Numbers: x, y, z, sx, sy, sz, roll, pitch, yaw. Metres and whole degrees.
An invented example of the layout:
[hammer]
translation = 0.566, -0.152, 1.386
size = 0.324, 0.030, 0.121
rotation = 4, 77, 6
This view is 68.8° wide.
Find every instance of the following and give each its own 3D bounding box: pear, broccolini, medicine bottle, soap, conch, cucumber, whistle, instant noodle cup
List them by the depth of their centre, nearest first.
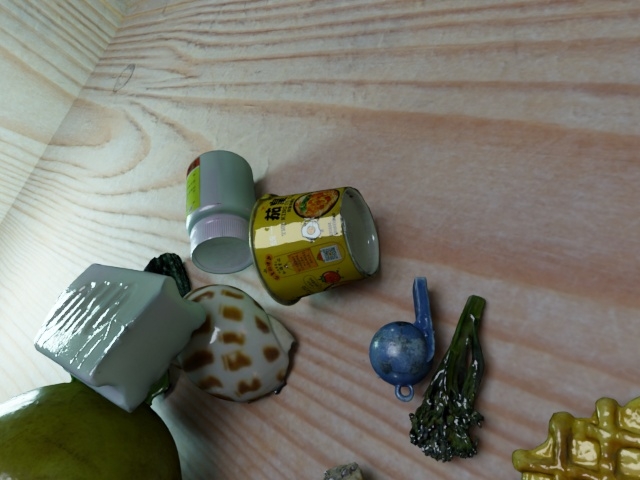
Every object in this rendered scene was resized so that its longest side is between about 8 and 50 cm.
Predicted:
[broccolini]
translation = 0.155, 0.157, 0.561
size = 0.091, 0.068, 0.203
rotation = -20, 51, 55
[whistle]
translation = 0.104, 0.128, 0.607
size = 0.090, 0.090, 0.158
rotation = -20, 55, 30
[pear]
translation = -0.375, 0.376, 0.686
size = 0.413, 0.352, 0.352
rotation = 2, 68, 48
[instant noodle cup]
translation = 0.000, 0.000, 0.712
size = 0.144, 0.182, 0.182
rotation = -13, 58, 25
[soap]
translation = -0.321, 0.129, 0.717
size = 0.289, 0.095, 0.173
rotation = 3, 48, 44
[conch]
translation = -0.183, 0.162, 0.782
size = 0.274, 0.148, 0.183
rotation = -8, 57, 34
[medicine bottle]
translation = -0.195, -0.059, 0.925
size = 0.139, 0.139, 0.226
rotation = -31, 50, 23
[cucumber]
translation = -0.334, 0.119, 0.990
size = 0.115, 0.085, 0.193
rotation = -43, 52, 10

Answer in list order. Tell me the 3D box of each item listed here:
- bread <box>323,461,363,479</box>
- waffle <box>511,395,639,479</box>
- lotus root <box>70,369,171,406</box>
[bread]
translation = 0.013, 0.358, 0.551
size = 0.119, 0.084, 0.177
rotation = -18, 56, 34
[waffle]
translation = 0.278, 0.285, 0.387
size = 0.309, 0.065, 0.283
rotation = -47, 43, 13
[lotus root]
translation = -0.392, 0.227, 0.930
size = 0.186, 0.186, 0.186
rotation = -20, 55, 31
